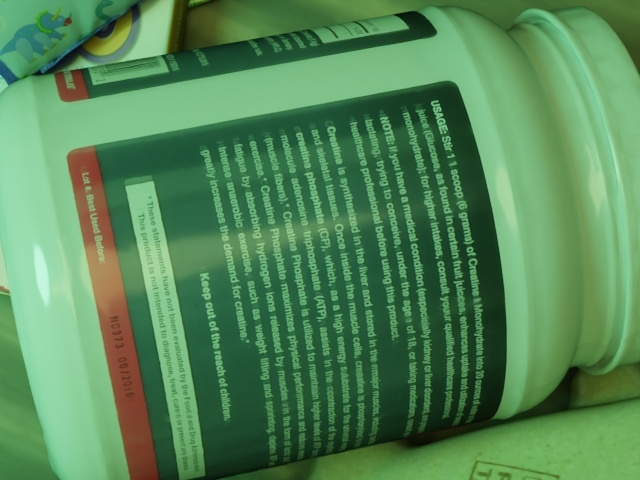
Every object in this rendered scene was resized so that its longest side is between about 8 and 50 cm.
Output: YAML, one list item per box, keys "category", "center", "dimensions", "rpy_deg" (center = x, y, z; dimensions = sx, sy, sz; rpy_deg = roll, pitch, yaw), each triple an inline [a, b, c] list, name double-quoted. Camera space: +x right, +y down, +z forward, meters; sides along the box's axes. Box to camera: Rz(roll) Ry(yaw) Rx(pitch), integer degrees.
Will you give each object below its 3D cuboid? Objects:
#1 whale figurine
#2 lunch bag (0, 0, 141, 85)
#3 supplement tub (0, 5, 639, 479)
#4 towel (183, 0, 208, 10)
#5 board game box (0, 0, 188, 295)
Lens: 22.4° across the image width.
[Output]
- category: "whale figurine"
  center: [0.113, 0.158, 0.764]
  dimensions: [0.272, 0.141, 0.216]
  rpy_deg: [8, 60, 25]
- category: "lunch bag"
  center: [-0.140, -0.166, 0.769]
  dimensions: [0.129, 0.096, 0.151]
  rpy_deg: [-34, 113, 5]
- category: "supplement tub"
  center: [0.000, 0.000, 0.724]
  dimensions: [0.272, 0.191, 0.191]
  rpy_deg: [-11, 86, -8]
- category: "towel"
  center: [-0.068, -0.165, 0.844]
  dimensions: [0.060, 0.009, 0.083]
  rpy_deg: [-20, 86, 3]
- category: "board game box"
  center: [-0.135, -0.099, 0.830]
  dimensions: [0.124, 0.039, 0.259]
  rpy_deg: [8, 87, 7]
